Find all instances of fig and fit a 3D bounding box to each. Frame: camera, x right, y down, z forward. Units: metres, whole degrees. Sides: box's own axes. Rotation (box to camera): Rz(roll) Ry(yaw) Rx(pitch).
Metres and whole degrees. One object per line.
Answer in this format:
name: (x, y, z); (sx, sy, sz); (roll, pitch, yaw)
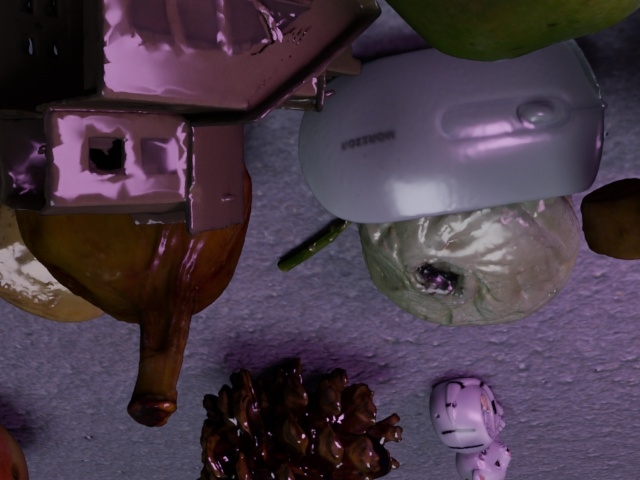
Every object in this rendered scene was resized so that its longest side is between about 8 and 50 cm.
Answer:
fig: (-0.143, 0.023, 0.569); (0.190, 0.290, 0.191); (-5, 149, -3)

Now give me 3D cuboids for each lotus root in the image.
lotus root: (-0.244, 0.017, 0.708); (0.221, 0.118, 0.125); (31, 150, -28)

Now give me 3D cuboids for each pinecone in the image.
pinecone: (-0.036, 0.258, 0.920); (0.257, 0.243, 0.243); (-38, 144, -18)

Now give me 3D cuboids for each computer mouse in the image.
computer mouse: (0.095, -0.080, 0.552); (0.230, 0.128, 0.079); (-12, 180, 13)

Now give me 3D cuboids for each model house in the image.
model house: (-0.071, -0.110, 0.468); (0.243, 0.204, 0.211); (-5, -171, -42)

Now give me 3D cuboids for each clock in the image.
clock: (0.203, 0.265, 0.990); (0.080, 0.117, 0.176); (-16, 137, 22)

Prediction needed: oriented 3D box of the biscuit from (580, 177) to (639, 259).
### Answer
biscuit: (0.328, -0.044, 0.428); (0.350, 0.394, 0.070); (-19, 95, 36)

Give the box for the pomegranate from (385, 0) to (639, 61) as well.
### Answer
pomegranate: (0.117, -0.182, 0.407); (0.187, 0.187, 0.225); (-26, 157, 31)

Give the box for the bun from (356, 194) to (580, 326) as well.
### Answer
bun: (0.134, 0.007, 0.675); (0.221, 0.108, 0.221); (1, 141, 1)

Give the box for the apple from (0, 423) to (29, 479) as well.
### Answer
apple: (-0.594, 0.374, 1.041); (0.348, 0.277, 0.348); (1, 141, 1)

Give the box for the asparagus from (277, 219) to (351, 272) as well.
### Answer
asparagus: (0.000, 0.000, 0.749); (0.015, 0.018, 0.127); (4, 150, -45)
